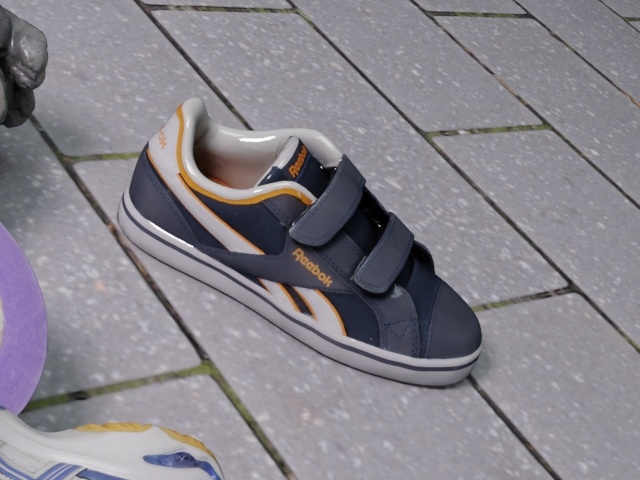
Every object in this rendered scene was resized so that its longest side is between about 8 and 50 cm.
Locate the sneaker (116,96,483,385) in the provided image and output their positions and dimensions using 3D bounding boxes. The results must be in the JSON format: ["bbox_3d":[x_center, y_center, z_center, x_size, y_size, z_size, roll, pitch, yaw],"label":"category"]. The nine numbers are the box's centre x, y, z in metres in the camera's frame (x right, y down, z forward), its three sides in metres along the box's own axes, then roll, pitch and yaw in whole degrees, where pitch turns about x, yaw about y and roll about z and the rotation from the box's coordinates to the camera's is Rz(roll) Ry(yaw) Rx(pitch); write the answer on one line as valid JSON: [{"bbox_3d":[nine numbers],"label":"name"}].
[{"bbox_3d":[0.000,0.000,0.965,0.321,0.127,0.126,25,31,-3],"label":"sneaker"}]

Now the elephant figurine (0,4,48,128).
[{"bbox_3d":[-0.282,-0.088,0.850,0.186,0.169,0.239,23,28,-14],"label":"elephant figurine"}]

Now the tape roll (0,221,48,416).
[{"bbox_3d":[-0.259,0.051,0.694,0.189,0.080,0.189,25,47,-30],"label":"tape roll"}]

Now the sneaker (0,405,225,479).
[{"bbox_3d":[-0.166,0.152,0.592,0.296,0.112,0.131,9,38,-29],"label":"sneaker"}]
